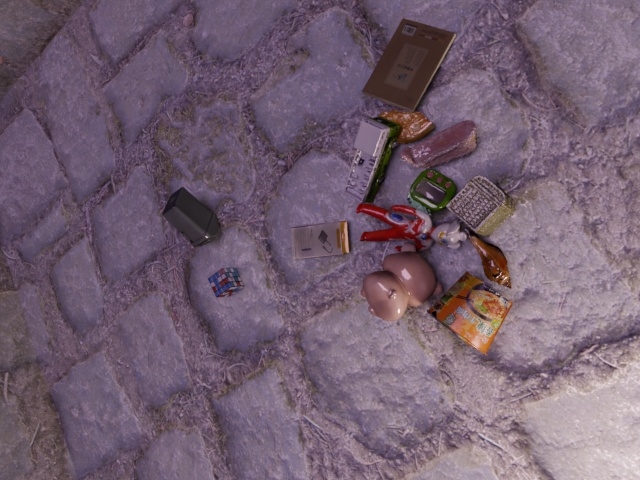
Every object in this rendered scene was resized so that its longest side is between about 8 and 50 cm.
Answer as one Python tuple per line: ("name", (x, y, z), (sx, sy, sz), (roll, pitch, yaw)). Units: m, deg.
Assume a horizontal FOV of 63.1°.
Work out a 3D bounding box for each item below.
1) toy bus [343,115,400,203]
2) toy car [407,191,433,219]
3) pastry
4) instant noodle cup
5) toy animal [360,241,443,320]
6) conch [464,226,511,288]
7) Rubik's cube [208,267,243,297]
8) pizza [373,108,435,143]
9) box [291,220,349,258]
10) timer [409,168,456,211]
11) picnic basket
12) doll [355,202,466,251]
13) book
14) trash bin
("toy bus", (0.174, -0.280, 1.838), (0.113, 0.139, 0.302), (31, 120, 26))
("toy car", (0.345, -0.123, 1.824), (0.059, 0.035, 0.122), (-31, 66, 22))
("pastry", (0.404, -0.311, 1.761), (0.265, 0.112, 0.103), (-17, 53, 12))
("instant noodle cup", (0.479, 0.220, 1.640), (0.230, 0.230, 0.182), (38, 96, 24))
("toy animal", (0.256, 0.147, 1.738), (0.229, 0.221, 0.210), (-30, 91, 32))
("conch", (0.549, 0.052, 1.676), (0.080, 0.086, 0.233), (-26, 77, 24))
("Rubik's cube", (-0.393, 0.174, 2.165), (0.092, 0.092, 0.092), (-35, 73, 22))
("pizza", (0.291, -0.405, 1.855), (0.246, 0.058, 0.127), (-2, 87, 30))
("box", (0.000, 0.000, 2.001), (0.247, 0.033, 0.129), (-6, 84, 28))
("timer", (0.383, -0.171, 1.780), (0.140, 0.047, 0.128), (35, 81, 21))
("picnic basket", (0.518, -0.113, 1.643), (0.134, 0.196, 0.154), (47, 109, 25))
("doll", (0.310, -0.037, 1.788), (0.384, 0.099, 0.188), (6, 129, 27))
("book", (0.310, -0.624, 1.844), (0.217, 0.021, 0.310), (29, 89, 26))
("trash bin", (-0.535, -0.089, 2.181), (0.101, 0.236, 0.177), (-28, 32, 24))
